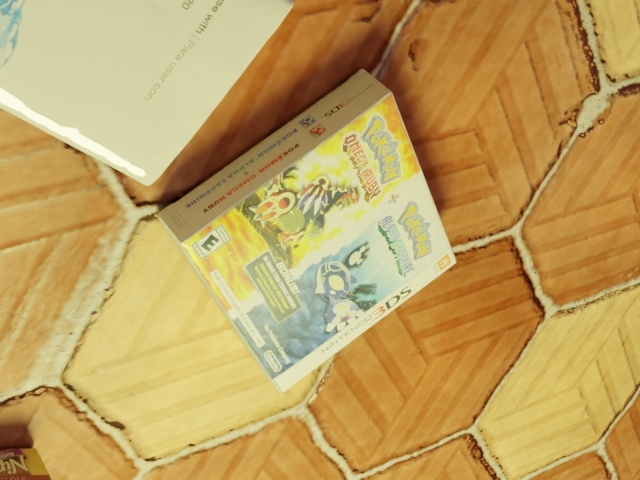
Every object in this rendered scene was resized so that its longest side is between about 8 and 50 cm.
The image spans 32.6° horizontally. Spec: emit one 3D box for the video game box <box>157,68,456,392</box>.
[{"bbox_3d":[0.000,0.000,0.842,0.187,0.048,0.205,-38,137,-9],"label":"video game box"}]

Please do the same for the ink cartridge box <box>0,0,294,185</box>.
[{"bbox_3d":[-0.174,-0.163,0.471,0.117,0.201,0.278,-51,137,9],"label":"ink cartridge box"}]

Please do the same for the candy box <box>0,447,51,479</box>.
[{"bbox_3d":[-0.282,0.241,0.815,0.109,0.053,0.187,9,118,-40],"label":"candy box"}]
